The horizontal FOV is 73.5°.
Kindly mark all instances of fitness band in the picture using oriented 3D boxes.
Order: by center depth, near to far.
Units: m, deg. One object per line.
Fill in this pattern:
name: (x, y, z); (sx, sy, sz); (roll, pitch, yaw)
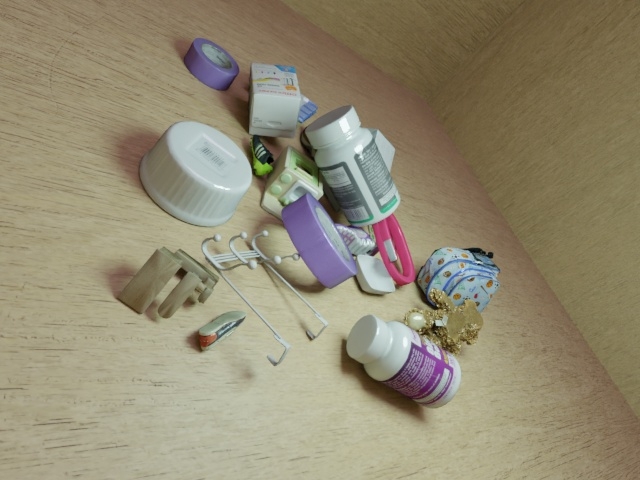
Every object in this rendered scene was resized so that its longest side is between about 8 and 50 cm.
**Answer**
fitness band: (0.264, 0.021, 1.547); (0.209, 0.054, 0.290); (21, 51, -59)

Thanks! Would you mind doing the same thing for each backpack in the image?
backpack: (0.511, 0.156, 1.613); (0.264, 0.276, 0.213); (18, 21, -14)

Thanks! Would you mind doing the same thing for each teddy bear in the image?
teddy bear: (0.404, 0.295, 1.449); (0.338, 0.113, 0.245); (-26, 81, -40)

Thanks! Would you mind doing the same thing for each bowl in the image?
bowl: (0.171, 0.121, 1.440); (0.142, 0.053, 0.142); (13, 46, -41)

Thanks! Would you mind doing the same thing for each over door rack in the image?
over door rack: (-0.111, 0.108, 1.037); (0.324, 0.108, 0.240); (54, 21, 12)

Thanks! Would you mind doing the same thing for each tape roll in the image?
tape roll: (0.000, 0.000, 1.246); (0.274, 0.090, 0.274); (56, 10, -16)
tape roll: (-0.404, -0.657, 1.600); (0.189, 0.080, 0.188); (30, 36, -25)

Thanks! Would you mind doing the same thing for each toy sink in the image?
toy sink: (-0.084, -0.180, 1.400); (0.153, 0.131, 0.234); (32, 35, -22)

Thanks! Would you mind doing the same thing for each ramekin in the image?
ramekin: (-0.316, -0.184, 1.135); (0.277, 0.135, 0.277); (29, 36, -25)

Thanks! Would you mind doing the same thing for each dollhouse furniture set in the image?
dollhouse furniture set: (-0.317, 0.100, 0.926); (0.144, 0.123, 0.151); (39, -2, -12)

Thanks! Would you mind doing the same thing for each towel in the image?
towel: (-0.150, -0.615, 1.802); (0.285, 0.034, 0.209); (39, 35, -5)

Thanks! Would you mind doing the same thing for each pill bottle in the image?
pill bottle: (0.224, 0.324, 1.172); (0.302, 0.169, 0.169); (33, 35, -21)
pill bottle: (0.107, -0.242, 1.417); (0.361, 0.204, 0.204); (60, 26, -25)

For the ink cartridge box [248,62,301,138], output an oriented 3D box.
ink cartridge box: (-0.174, -0.514, 1.576); (0.172, 0.168, 0.232); (1, 48, -13)

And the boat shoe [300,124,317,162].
boat shoe: (0.015, -0.391, 1.724); (0.123, 0.119, 0.324); (21, 28, -32)

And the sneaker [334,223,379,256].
sneaker: (0.100, -0.012, 1.477); (0.237, 0.095, 0.104); (23, 34, -42)

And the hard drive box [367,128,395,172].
hard drive box: (0.230, -0.355, 1.852); (0.232, 0.089, 0.180); (20, 83, -60)

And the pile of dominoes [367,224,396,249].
pile of dominoes: (0.252, -0.072, 1.669); (0.196, 0.040, 0.250); (4, 75, -48)

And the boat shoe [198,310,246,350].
boat shoe: (-0.211, 0.192, 0.935); (0.137, 0.049, 0.043); (-26, 118, -59)

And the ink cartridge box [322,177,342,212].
ink cartridge box: (0.111, -0.194, 1.682); (0.208, 0.087, 0.153); (-10, 63, -54)

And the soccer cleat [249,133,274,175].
soccer cleat: (-0.196, -0.289, 1.441); (0.073, 0.060, 0.178); (-10, 57, -4)
